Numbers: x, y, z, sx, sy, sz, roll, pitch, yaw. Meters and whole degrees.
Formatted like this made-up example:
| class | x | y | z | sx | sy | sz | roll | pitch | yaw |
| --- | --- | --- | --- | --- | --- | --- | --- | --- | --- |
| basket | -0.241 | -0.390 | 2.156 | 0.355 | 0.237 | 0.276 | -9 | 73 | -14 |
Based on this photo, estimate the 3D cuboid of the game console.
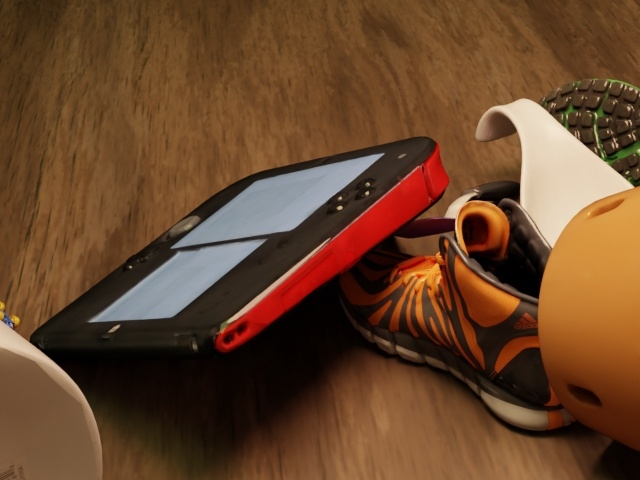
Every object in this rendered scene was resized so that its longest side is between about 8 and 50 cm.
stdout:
| class | x | y | z | sx | sy | sz | roll | pitch | yaw |
| --- | --- | --- | --- | --- | --- | --- | --- | --- | --- |
| game console | -0.086 | 0.011 | 1.226 | 0.342 | 0.060 | 0.386 | -35 | 16 | -34 |

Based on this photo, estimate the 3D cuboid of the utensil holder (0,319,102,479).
| class | x | y | z | sx | sy | sz | roll | pitch | yaw |
| --- | --- | --- | --- | --- | --- | --- | --- | --- | --- |
| utensil holder | -0.410 | 0.150 | 0.986 | 0.327 | 0.328 | 0.385 | -33 | 40 | -31 |

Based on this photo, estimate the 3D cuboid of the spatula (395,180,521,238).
| class | x | y | z | sx | sy | sz | roll | pitch | yaw |
| --- | --- | --- | --- | --- | --- | --- | --- | --- | --- |
| spatula | 0.152 | -0.035 | 1.296 | 0.084 | 0.030 | 0.296 | -12 | 7 | 32 |

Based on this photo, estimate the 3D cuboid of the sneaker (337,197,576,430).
| class | x | y | z | sx | sy | sz | roll | pitch | yaw |
| --- | --- | --- | --- | --- | --- | --- | --- | --- | --- |
| sneaker | 0.127 | 0.030 | 1.142 | 0.124 | 0.180 | 0.321 | -30 | 36 | -29 |

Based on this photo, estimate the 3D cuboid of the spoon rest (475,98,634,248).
| class | x | y | z | sx | sy | sz | roll | pitch | yaw |
| --- | --- | --- | --- | --- | --- | --- | --- | --- | --- |
| spoon rest | 0.250 | -0.062 | 1.299 | 0.137 | 0.084 | 0.276 | -18 | 47 | -14 |

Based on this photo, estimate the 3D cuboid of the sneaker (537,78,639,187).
| class | x | y | z | sx | sy | sz | roll | pitch | yaw |
| --- | --- | --- | --- | --- | --- | --- | --- | --- | --- |
| sneaker | 0.386 | -0.102 | 1.361 | 0.343 | 0.134 | 0.146 | 6 | -1 | 36 |

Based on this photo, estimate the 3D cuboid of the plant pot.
| class | x | y | z | sx | sy | sz | roll | pitch | yaw |
| --- | --- | --- | --- | --- | --- | --- | --- | --- | --- |
| plant pot | 0.313 | 0.063 | 0.971 | 0.291 | 0.291 | 0.203 | -35 | 23 | -33 |

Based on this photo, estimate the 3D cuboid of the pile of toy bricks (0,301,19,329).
| class | x | y | z | sx | sy | sz | roll | pitch | yaw |
| --- | --- | --- | --- | --- | --- | --- | --- | --- | --- |
| pile of toy bricks | -0.430 | 0.075 | 1.339 | 0.212 | 0.118 | 0.105 | 35 | 92 | 36 |
